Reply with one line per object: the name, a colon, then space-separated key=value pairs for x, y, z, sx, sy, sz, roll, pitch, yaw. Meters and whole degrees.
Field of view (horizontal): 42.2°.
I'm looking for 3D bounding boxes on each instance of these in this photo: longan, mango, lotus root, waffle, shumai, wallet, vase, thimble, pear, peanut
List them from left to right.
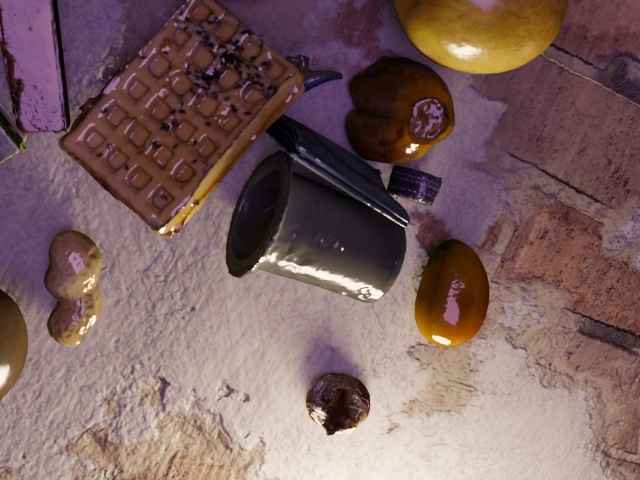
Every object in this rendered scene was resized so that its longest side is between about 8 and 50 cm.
longan: x=-0.630 y=0.187 z=1.424 sx=0.258 sy=0.258 sz=0.258 roll=-4 pitch=106 yaw=-14
peanut: x=-0.455 y=0.092 z=1.530 sx=0.104 sy=0.085 sz=0.228 roll=1 pitch=106 yaw=-6
waffle: x=-0.231 y=-0.215 z=1.428 sx=0.261 sy=0.114 sz=0.376 roll=42 pitch=88 yaw=11
vase: x=0.000 y=0.000 z=1.553 sx=0.291 sy=0.245 sz=0.245 roll=22 pitch=98 yaw=-24
wallet: x=0.028 y=-0.135 z=1.487 sx=0.251 sy=0.290 sz=0.054 roll=28 pitch=100 yaw=-21
shumai: x=0.049 y=0.348 z=1.734 sx=0.139 sy=0.105 sz=0.123 roll=20 pitch=96 yaw=-44
lotus root: x=0.154 y=-0.232 z=1.555 sx=0.199 sy=0.180 sz=0.188 roll=-35 pitch=114 yaw=-4
thimble: x=0.188 y=-0.106 z=1.634 sx=0.095 sy=0.104 sz=0.066 roll=14 pitch=95 yaw=-44
mango: x=0.275 y=0.112 z=1.709 sx=0.151 sy=0.120 sz=0.221 roll=14 pitch=93 yaw=-17
pear: x=0.287 y=-0.444 z=1.468 sx=0.314 sy=0.314 sz=0.314 roll=-4 pitch=106 yaw=-14

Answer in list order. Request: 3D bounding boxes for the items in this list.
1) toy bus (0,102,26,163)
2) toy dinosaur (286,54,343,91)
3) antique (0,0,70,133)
toy bus: x=-0.645 y=-0.121 z=1.398 sx=0.301 sy=0.139 sz=0.113 roll=-32 pitch=110 yaw=4
toy dinosaur: x=-0.082 y=-0.261 z=1.556 sx=0.247 sy=0.075 sz=0.188 roll=5 pitch=113 yaw=-21
antique: x=-0.487 y=-0.337 z=1.403 sx=0.093 sy=0.087 sz=0.310 roll=-6 pitch=107 yaw=-11
